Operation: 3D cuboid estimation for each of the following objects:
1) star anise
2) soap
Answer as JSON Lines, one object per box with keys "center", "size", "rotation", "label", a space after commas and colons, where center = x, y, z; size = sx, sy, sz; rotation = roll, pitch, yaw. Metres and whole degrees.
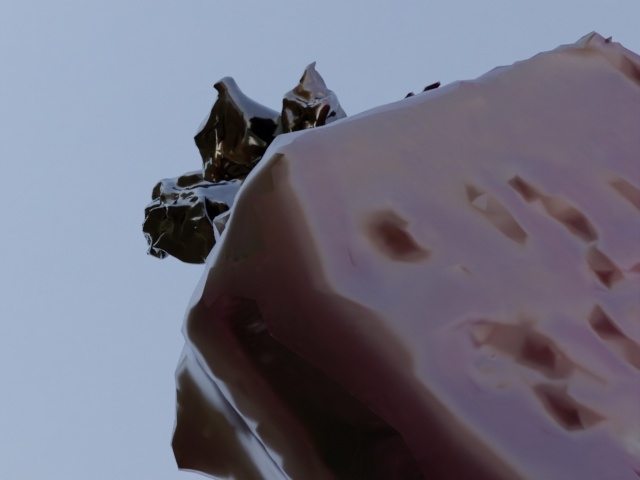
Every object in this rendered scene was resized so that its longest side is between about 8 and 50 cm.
{"center": [0.000, 0.000, 0.935], "size": [0.220, 0.126, 0.190], "rotation": [-34, -100, 32], "label": "star anise"}
{"center": [0.109, 0.083, 0.478], "size": [0.325, 0.220, 0.127], "rotation": [50, -38, 20], "label": "soap"}
